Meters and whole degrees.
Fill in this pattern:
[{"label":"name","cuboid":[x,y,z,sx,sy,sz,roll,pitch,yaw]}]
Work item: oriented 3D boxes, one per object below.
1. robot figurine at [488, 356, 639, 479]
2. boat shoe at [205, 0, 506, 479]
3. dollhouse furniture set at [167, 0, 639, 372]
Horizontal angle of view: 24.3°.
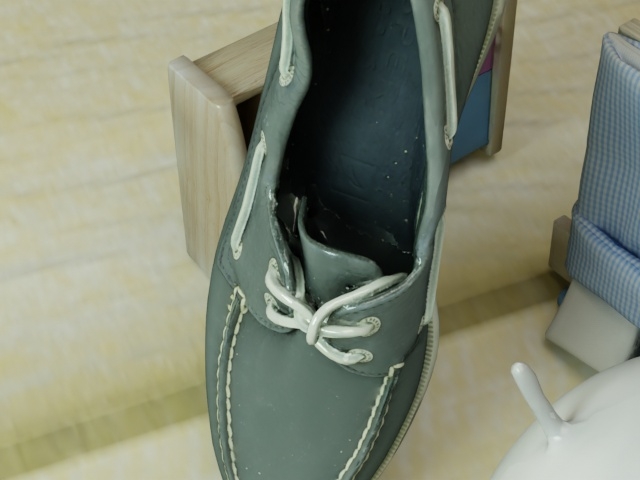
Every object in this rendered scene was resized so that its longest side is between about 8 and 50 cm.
[{"label":"robot figurine","cuboid":[0.199,0.172,0.578,0.353,0.300,0.200,28,19,-4]},{"label":"boat shoe","cuboid":[0.000,0.000,0.651,0.116,0.320,0.099,20,22,13]},{"label":"dollhouse furniture set","cuboid":[0.096,-0.034,0.699,0.198,0.286,0.303,-30,52,-26]}]
